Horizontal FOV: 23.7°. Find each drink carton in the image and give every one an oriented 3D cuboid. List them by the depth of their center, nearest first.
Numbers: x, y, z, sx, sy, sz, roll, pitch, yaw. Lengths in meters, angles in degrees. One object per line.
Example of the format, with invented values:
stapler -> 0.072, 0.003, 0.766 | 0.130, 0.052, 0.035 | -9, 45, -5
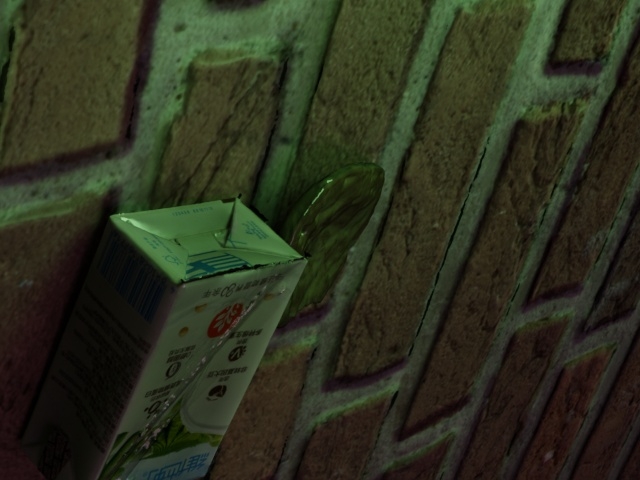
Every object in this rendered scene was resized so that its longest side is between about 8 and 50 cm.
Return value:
drink carton -> -0.170, 0.118, 1.631 | 0.194, 0.132, 0.325 | -8, 132, -47

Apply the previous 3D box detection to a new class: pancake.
pancake -> -0.001, -0.001, 1.746 | 0.236, 0.042, 0.222 | -44, 155, -40
